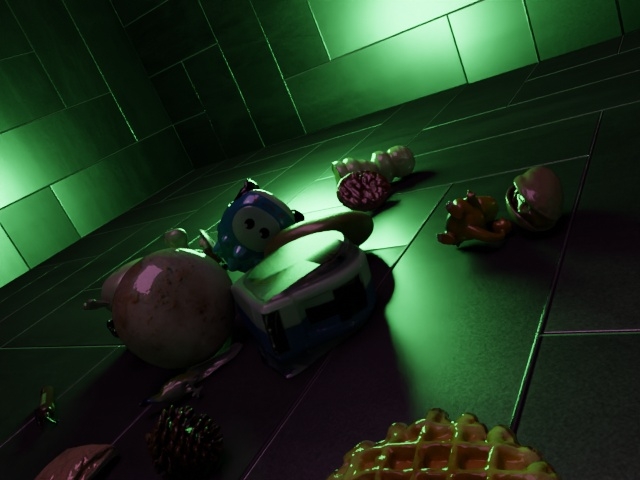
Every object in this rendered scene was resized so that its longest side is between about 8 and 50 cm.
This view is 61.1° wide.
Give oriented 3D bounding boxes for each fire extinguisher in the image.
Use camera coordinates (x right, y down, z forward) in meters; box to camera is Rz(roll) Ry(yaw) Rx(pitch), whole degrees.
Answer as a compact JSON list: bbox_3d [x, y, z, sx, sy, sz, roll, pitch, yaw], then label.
[{"bbox_3d":[-0.578,0.351,1.134,0.049,0.035,0.173,-27,16,-21],"label":"fire extinguisher"}]

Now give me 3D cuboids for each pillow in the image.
[{"bbox_3d":[-0.417,0.397,0.814,0.126,0.043,0.232,-19,21,30],"label":"pillow"}]

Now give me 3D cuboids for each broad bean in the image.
[{"bbox_3d":[0.000,0.000,1.223,0.263,0.121,0.189,-29,-14,-21],"label":"broad bean"}]

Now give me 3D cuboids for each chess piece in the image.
[{"bbox_3d":[0.167,-0.215,1.636,0.243,0.133,0.133,-21,19,-4],"label":"chess piece"}]

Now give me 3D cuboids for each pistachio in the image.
[{"bbox_3d":[0.405,-0.075,1.020,0.113,0.113,0.149,-13,37,28],"label":"pistachio"}]

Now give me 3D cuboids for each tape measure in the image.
[{"bbox_3d":[-0.030,0.096,1.013,0.262,0.138,0.259,-29,21,-16],"label":"tape measure"}]

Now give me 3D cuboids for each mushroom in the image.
[{"bbox_3d":[-0.294,0.146,1.090,0.243,0.244,0.243,-21,19,8],"label":"mushroom"}]

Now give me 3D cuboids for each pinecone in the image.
[{"bbox_3d":[-0.194,0.287,0.768,0.109,0.102,0.102,1,29,29],"label":"pinecone"}]

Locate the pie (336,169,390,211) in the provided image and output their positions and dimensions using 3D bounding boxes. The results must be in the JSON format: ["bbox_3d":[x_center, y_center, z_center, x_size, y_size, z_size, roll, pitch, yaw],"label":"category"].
[{"bbox_3d":[0.119,-0.142,1.516,0.154,0.036,0.155,-2,52,3],"label":"pie"}]

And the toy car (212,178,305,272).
[{"bbox_3d":[-0.166,-0.008,1.336,0.190,0.188,0.255,-60,7,-35],"label":"toy car"}]

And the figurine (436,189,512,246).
[{"bbox_3d":[0.317,-0.042,1.067,0.122,0.121,0.176,21,30,25],"label":"figurine"}]

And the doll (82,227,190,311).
[{"bbox_3d":[-0.381,0.085,1.198,0.275,0.113,0.154,-43,18,-29],"label":"doll"}]

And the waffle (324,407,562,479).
[{"bbox_3d":[0.109,0.263,0.530,0.250,0.056,0.261,-30,18,-18],"label":"waffle"}]

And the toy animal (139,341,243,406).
[{"bbox_3d":[-0.220,0.247,0.980,0.216,0.041,0.075,-29,13,-27],"label":"toy animal"}]

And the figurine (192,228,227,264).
[{"bbox_3d":[-0.356,0.058,1.543,0.153,0.132,0.132,-39,21,-7],"label":"figurine"}]

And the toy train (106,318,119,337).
[{"bbox_3d":[-0.372,0.156,1.303,0.269,0.115,0.154,-34,30,-27],"label":"toy train"}]
